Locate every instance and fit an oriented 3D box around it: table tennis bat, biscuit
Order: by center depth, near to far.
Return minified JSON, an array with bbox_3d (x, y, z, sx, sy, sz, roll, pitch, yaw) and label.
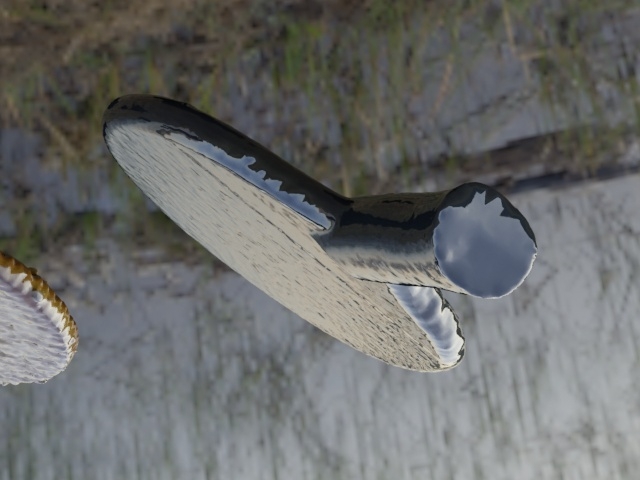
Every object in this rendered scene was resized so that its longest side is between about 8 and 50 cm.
[{"bbox_3d":[0.000,0.000,0.530,0.150,0.027,0.236,40,166,-17],"label":"table tennis bat"},{"bbox_3d":[-0.329,0.033,1.255,0.305,0.038,0.305,13,153,7],"label":"biscuit"}]
